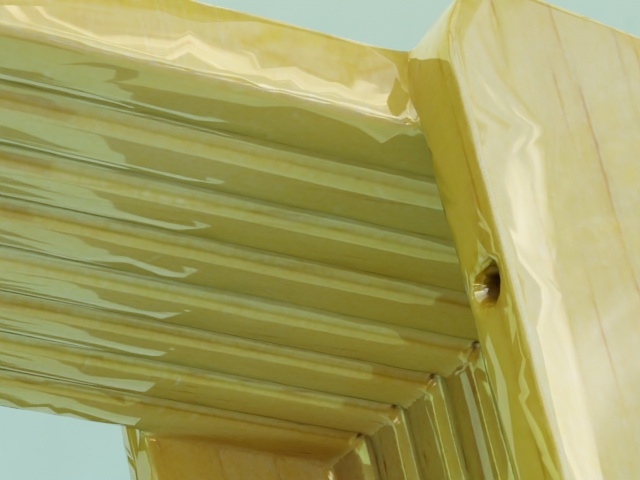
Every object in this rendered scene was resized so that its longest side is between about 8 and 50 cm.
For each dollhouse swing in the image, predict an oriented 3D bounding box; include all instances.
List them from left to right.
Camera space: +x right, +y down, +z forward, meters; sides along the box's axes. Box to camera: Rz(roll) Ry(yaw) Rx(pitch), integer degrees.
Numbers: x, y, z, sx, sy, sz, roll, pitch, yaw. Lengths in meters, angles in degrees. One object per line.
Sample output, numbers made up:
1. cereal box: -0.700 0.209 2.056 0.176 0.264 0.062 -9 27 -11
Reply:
1. dollhouse swing: -0.038 0.099 0.682 0.305 0.347 0.315 -2 68 -27
